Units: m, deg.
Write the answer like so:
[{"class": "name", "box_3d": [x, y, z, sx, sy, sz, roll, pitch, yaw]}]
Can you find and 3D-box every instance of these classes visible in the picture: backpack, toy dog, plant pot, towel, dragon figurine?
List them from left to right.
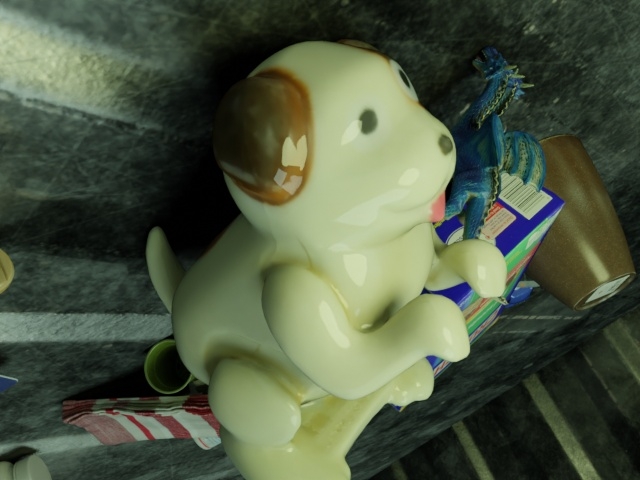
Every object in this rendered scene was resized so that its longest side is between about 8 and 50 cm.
[{"class": "towel", "box_3d": [-0.247, 0.316, 1.156, 0.329, 0.037, 0.237, -3, 153, 3]}, {"class": "plant pot", "box_3d": [-0.227, 0.201, 1.069, 0.083, 0.083, 0.079, -30, 166, 6]}, {"class": "toy dog", "box_3d": [0.000, 0.000, 0.686, 0.284, 0.395, 0.408, -27, 144, -41]}, {"class": "dragon figurine", "box_3d": [0.190, -0.086, 0.740, 0.085, 0.289, 0.144, 23, 137, -34]}, {"class": "backpack", "box_3d": [0.385, 0.087, 1.381, 0.098, 0.101, 0.120, -19, 156, -2]}, {"class": "plant pot", "box_3d": [0.387, -0.012, 1.065, 0.215, 0.230, 0.215, -21, 152, -12]}]

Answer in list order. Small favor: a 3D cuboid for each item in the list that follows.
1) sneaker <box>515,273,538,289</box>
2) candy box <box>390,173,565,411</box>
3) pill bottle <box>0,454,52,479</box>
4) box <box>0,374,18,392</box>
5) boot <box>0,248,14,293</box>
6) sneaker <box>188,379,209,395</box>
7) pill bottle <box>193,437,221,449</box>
[{"class": "sneaker", "box_3d": [0.425, 0.034, 1.250, 0.108, 0.100, 0.271, 2, -163, 42]}, {"class": "candy box", "box_3d": [0.191, 0.077, 0.990, 0.268, 0.122, 0.317, -36, 156, -28]}, {"class": "pill bottle", "box_3d": [-0.567, 0.446, 1.148, 0.180, 0.108, 0.108, -25, 153, -5]}, {"class": "box", "box_3d": [-0.521, 0.207, 0.847, 0.225, 0.036, 0.136, -28, 153, 4]}, {"class": "boot", "box_3d": [-0.448, 0.073, 0.662, 0.248, 0.090, 0.207, -9, 160, -34]}, {"class": "sneaker", "box_3d": [-0.105, 0.223, 1.212, 0.279, 0.107, 0.118, -10, 165, -21]}, {"class": "pill bottle", "box_3d": [-0.181, 0.346, 1.338, 0.160, 0.087, 0.087, -30, 153, 6]}]
